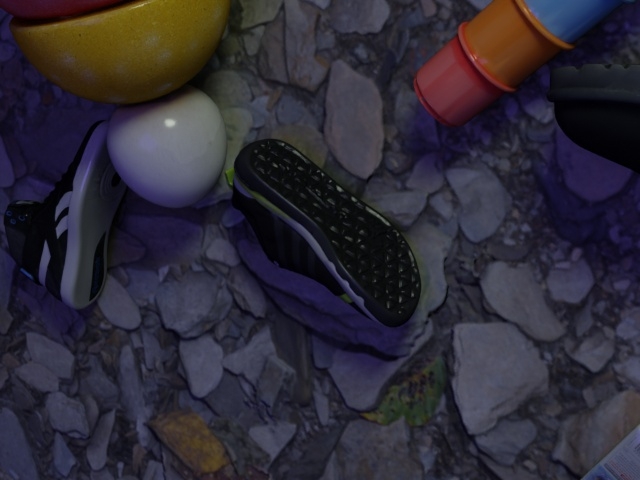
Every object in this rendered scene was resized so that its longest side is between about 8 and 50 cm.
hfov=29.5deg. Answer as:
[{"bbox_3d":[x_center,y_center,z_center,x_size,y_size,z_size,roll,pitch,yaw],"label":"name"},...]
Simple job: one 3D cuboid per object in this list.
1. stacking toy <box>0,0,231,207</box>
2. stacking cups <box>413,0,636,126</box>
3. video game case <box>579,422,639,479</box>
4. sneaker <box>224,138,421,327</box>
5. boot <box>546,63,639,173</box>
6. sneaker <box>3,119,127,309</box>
[{"bbox_3d":[-0.198,-0.246,1.115,0.351,0.350,0.479,-1,115,30],"label":"stacking toy"},{"bbox_3d":[0.205,-0.200,0.976,0.316,0.096,0.096,-42,78,31],"label":"stacking cups"},{"bbox_3d":[0.292,0.261,1.064,0.157,0.019,0.143,45,119,14],"label":"video game case"},{"bbox_3d":[0.000,0.000,1.162,0.234,0.084,0.097,47,143,15],"label":"sneaker"},{"bbox_3d":[0.329,0.095,0.920,0.367,0.146,0.445,9,102,28],"label":"boot"},{"bbox_3d":[-0.282,-0.042,1.300,0.121,0.079,0.216,25,113,22],"label":"sneaker"}]
